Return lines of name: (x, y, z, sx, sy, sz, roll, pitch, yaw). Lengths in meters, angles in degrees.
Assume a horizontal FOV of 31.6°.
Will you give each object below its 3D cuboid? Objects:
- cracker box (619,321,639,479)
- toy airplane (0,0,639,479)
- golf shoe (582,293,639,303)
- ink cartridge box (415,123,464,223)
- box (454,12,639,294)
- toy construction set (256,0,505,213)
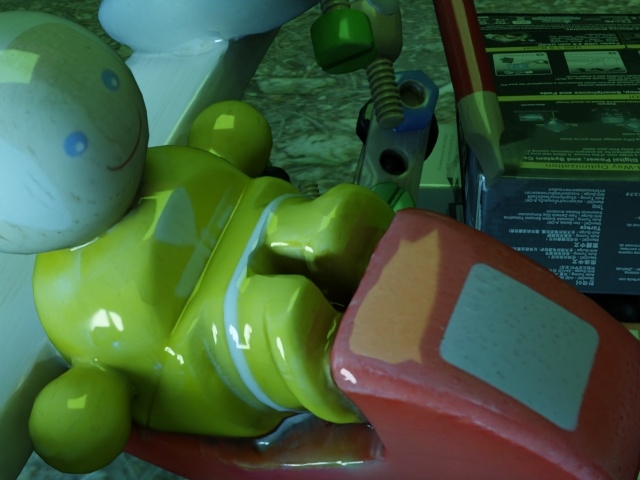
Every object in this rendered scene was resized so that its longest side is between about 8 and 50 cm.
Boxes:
cracker box: (0.113, 0.138, 0.657, 0.155, 0.067, 0.232, 2, 33, 14)
toy airplane: (-0.106, 0.008, 0.484, 0.384, 0.272, 0.386, -24, 52, -4)
golf shoe: (0.219, 0.006, 0.848, 0.186, 0.067, 0.086, 18, 34, 18)
ink cartridge box: (0.129, -0.046, 0.938, 0.150, 0.063, 0.109, 1, 33, 11)
box: (0.300, -0.077, 0.820, 0.394, 0.097, 0.318, 1, 28, 3)
toy construction set: (0.000, 0.000, 0.722, 0.257, 0.309, 0.237, 5, 64, -36)
